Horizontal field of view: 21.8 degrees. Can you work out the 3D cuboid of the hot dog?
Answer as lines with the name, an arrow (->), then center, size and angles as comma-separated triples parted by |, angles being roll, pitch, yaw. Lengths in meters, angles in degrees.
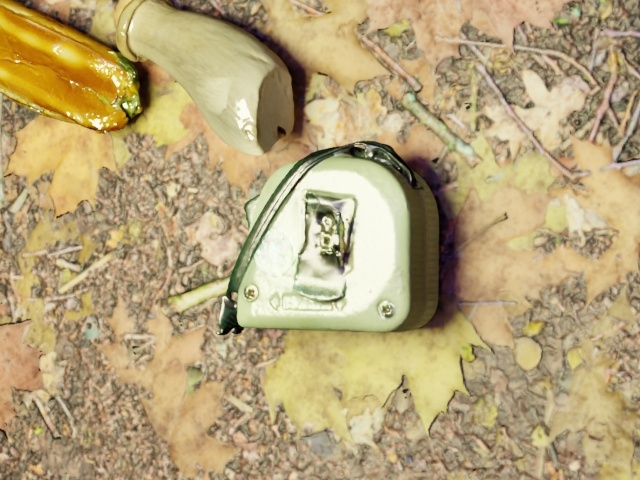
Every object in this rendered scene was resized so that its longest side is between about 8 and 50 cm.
hot dog -> -0.317, -0.201, 1.930 | 0.269, 0.072, 0.115 | 29, 102, 22

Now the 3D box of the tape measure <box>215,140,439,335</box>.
tape measure -> 0.000, 0.000, 1.753 | 0.235, 0.115, 0.207 | 0, 92, 26

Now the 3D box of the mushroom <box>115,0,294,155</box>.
mushroom -> -0.115, -0.189, 1.821 | 0.247, 0.096, 0.108 | 40, 107, 26
